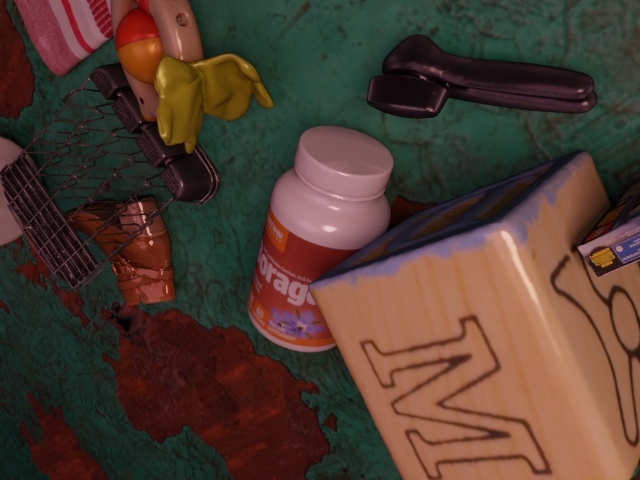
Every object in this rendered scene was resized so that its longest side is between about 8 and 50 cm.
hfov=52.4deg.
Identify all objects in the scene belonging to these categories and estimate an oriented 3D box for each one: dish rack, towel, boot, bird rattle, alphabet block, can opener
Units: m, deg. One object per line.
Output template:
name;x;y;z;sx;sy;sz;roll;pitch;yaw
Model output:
dish rack;-0.285;-0.075;0.834;0.271;0.074;0.208;-37;85;25
towel;-0.293;-0.362;0.766;0.329;0.037;0.237;-16;105;42
boot;-0.293;0.019;0.936;0.197;0.073;0.152;-1;108;36
bird rattle;-0.173;-0.216;0.675;0.207;0.143;0.254;-5;114;55
alphabet block;0.145;0.067;0.536;0.193;0.192;0.197;-21;96;45
can opener;0.132;-0.129;0.542;0.186;0.059;0.073;12;92;24

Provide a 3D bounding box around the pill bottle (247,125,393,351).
pill bottle;0.000;0.000;0.663;0.121;0.121;0.216;32;128;22

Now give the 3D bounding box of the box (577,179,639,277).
box;0.242;-0.028;0.444;0.094;0.137;0.027;-34;88;44

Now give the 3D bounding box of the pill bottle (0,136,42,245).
pill bottle;-0.621;-0.082;1.081;0.318;0.176;0.176;3;113;38
